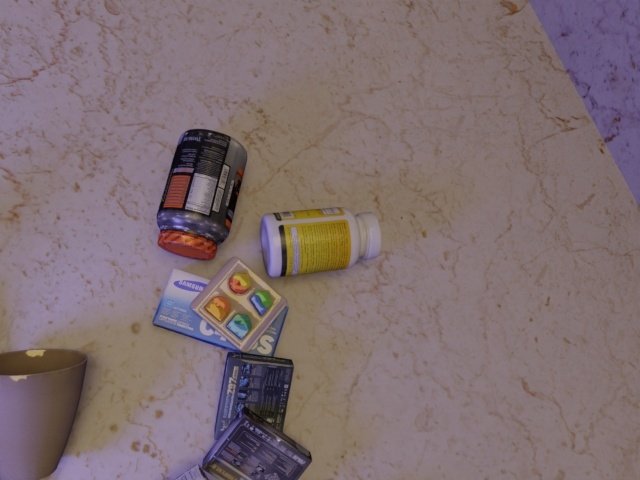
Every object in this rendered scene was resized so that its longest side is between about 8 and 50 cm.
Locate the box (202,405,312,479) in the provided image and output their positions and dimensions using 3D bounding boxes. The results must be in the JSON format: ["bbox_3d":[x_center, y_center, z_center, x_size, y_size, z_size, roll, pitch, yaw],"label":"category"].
[{"bbox_3d":[-0.166,0.583,1.445,0.231,0.056,0.183,37,90,-10],"label":"box"}]

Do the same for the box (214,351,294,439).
[{"bbox_3d":[-0.182,0.432,1.486,0.183,0.059,0.233,9,94,-11],"label":"box"}]

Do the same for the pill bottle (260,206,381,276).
[{"bbox_3d":[0.000,0.000,1.610,0.333,0.188,0.188,-5,77,-14],"label":"pill bottle"}]

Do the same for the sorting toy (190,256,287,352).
[{"bbox_3d":[-0.224,0.175,1.510,0.208,0.038,0.193,40,70,-1],"label":"sorting toy"}]

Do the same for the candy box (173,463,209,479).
[{"bbox_3d":[-0.369,0.694,1.363,0.233,0.071,0.159,-29,123,-18],"label":"candy box"}]

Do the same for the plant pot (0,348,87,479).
[{"bbox_3d":[-0.706,0.427,1.320,0.256,0.256,0.274,1,91,-13],"label":"plant pot"}]

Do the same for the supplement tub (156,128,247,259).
[{"bbox_3d":[-0.340,-0.127,1.552,0.207,0.207,0.338,14,74,-9],"label":"supplement tub"}]

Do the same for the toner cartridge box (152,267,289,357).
[{"bbox_3d":[-0.280,0.215,1.547,0.347,0.075,0.165,19,71,-8],"label":"toner cartridge box"}]
